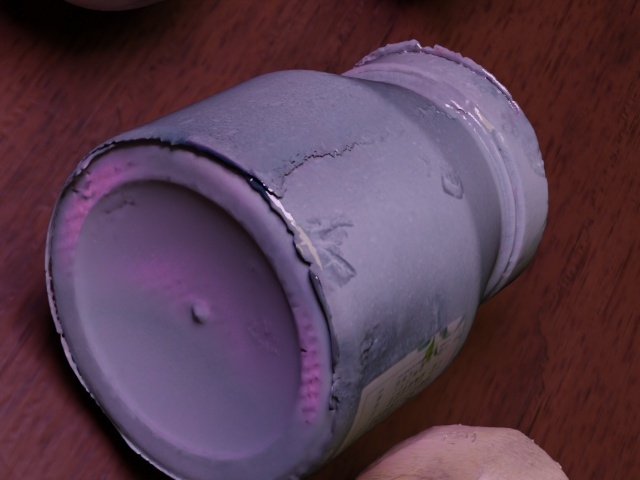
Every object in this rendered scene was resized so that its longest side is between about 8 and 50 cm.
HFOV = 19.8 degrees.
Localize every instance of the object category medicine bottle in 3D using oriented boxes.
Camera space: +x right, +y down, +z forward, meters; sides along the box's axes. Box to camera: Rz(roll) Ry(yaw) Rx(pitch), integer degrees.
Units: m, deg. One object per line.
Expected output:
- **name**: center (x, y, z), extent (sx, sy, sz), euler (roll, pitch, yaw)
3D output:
- **medicine bottle**: center (0.000, 0.000, 1.215), extent (0.245, 0.245, 0.290), euler (54, 43, 5)

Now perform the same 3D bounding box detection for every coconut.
- **coconut**: center (0.089, 0.212, 1.204), extent (0.194, 0.194, 0.194), euler (13, 60, -24)

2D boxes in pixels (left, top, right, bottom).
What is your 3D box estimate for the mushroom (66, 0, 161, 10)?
- **mushroom**: center (-0.175, -0.314, 1.245), extent (0.356, 0.315, 0.315), euler (-12, 72, -45)
